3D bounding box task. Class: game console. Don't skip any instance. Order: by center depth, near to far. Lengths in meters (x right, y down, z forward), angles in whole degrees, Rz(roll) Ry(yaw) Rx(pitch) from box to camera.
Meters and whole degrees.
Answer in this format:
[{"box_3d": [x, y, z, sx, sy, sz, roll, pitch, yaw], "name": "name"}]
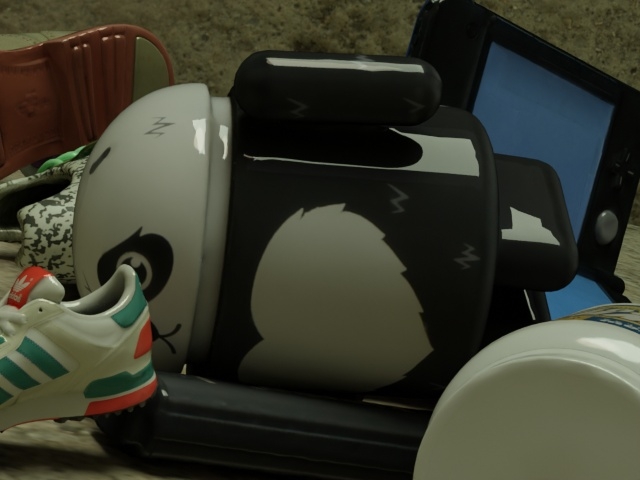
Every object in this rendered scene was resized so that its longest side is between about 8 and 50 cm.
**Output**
[{"box_3d": [0.193, -0.021, 1.213, 0.173, 0.250, 0.293, 13, -4, 46], "name": "game console"}]

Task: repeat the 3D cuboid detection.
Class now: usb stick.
[{"box_3d": [0.013, 0.108, 0.891, 0.278, 0.045, 0.077, 11, 7, -29], "name": "usb stick"}]

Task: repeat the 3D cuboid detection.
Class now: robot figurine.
[{"box_3d": [0.000, 0.003, 0.922, 0.278, 0.209, 0.173, 6, 1, -8], "name": "robot figurine"}]

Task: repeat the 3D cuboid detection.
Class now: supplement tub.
[{"box_3d": [0.131, 0.106, 0.770, 0.144, 0.144, 0.200, 18, 8, 19], "name": "supplement tub"}]

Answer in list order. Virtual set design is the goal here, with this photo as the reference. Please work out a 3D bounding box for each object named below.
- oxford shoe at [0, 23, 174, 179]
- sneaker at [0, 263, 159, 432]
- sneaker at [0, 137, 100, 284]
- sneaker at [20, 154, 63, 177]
[{"box_3d": [-0.323, -0.113, 1.422, 0.397, 0.140, 0.146, -9, 10, -41], "name": "oxford shoe"}, {"box_3d": [-0.150, 0.050, 0.756, 0.161, 0.075, 0.057, -10, 20, -32], "name": "sneaker"}, {"box_3d": [-0.169, -0.038, 1.265, 0.182, 0.158, 0.410, 4, 7, -12], "name": "sneaker"}, {"box_3d": [-0.156, -0.052, 1.610, 0.305, 0.114, 0.152, 13, -16, 1], "name": "sneaker"}]
